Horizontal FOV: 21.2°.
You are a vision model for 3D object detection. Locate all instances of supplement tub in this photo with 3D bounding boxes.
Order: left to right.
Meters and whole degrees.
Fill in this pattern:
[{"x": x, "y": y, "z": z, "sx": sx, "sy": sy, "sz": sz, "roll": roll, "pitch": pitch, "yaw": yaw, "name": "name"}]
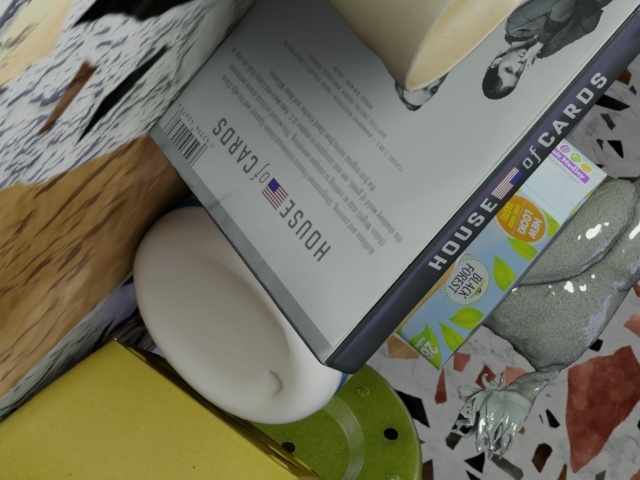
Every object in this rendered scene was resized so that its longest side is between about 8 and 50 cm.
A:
[{"x": 0.000, "y": 0.000, "z": 1.028, "sx": 0.199, "sy": 0.144, "sz": 0.144, "roll": -42, "pitch": 171, "yaw": -37, "name": "supplement tub"}]

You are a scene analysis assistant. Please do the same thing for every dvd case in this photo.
[{"x": 0.040, "y": -0.084, "z": 0.758, "sx": 0.239, "sy": 0.179, "sz": 0.029, "roll": -49, "pitch": 138, "yaw": 12, "name": "dvd case"}]

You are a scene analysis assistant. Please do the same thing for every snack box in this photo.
[{"x": 0.074, "y": -0.030, "z": 1.192, "sx": 0.070, "sy": 0.174, "sz": 0.207, "roll": -44, "pitch": 173, "yaw": -36, "name": "snack box"}]

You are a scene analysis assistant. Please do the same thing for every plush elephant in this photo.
[{"x": 0.137, "y": -0.016, "z": 1.470, "sx": 0.330, "sy": 0.255, "sz": 0.272, "roll": -54, "pitch": -176, "yaw": -11, "name": "plush elephant"}]

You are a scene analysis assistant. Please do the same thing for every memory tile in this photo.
[{"x": -0.129, "y": 0.070, "z": 1.173, "sx": 0.148, "sy": 0.012, "sz": 0.113, "roll": -45, "pitch": 172, "yaw": -24, "name": "memory tile"}]

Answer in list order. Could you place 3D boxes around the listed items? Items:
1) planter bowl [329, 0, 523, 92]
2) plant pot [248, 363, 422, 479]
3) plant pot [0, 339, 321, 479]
[{"x": 0.046, "y": -0.150, "z": 0.630, "sx": 0.162, "sy": 0.109, "sz": 0.162, "roll": -47, "pitch": 173, "yaw": -8, "name": "planter bowl"}, {"x": -0.058, "y": 0.280, "z": 1.592, "sx": 0.366, "sy": 0.366, "sz": 0.353, "roll": -43, "pitch": 159, "yaw": -36, "name": "plant pot"}, {"x": -0.117, "y": 0.181, "z": 1.081, "sx": 0.187, "sy": 0.212, "sz": 0.212, "roll": -54, "pitch": 170, "yaw": -3, "name": "plant pot"}]
